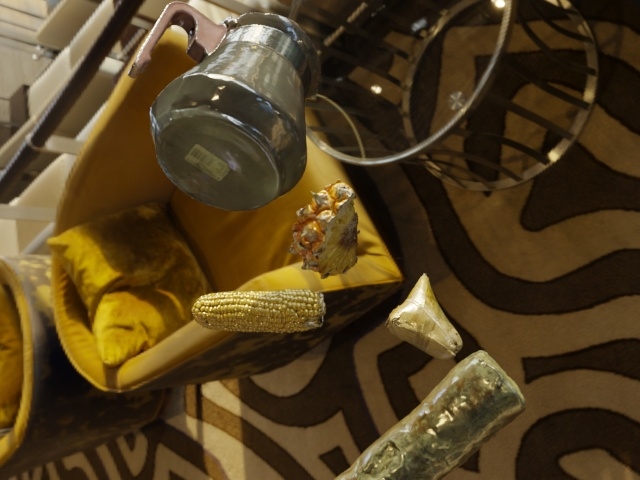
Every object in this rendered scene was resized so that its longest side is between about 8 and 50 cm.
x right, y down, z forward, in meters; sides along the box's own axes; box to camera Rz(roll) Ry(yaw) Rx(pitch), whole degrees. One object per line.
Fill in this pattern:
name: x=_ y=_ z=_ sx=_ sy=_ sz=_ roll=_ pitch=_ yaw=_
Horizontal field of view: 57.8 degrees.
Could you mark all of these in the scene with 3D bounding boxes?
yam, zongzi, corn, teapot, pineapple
yam: x=0.051 y=0.196 z=0.478 sx=0.274 sy=0.061 sz=0.061 roll=-45 pitch=59 yaw=14
zongzi: x=0.290 y=0.192 z=1.474 sx=0.194 sy=0.197 sz=0.099 roll=32 pitch=150 yaw=17
corn: x=-0.134 y=0.159 z=1.281 sx=0.293 sy=0.106 sz=0.106 roll=-2 pitch=85 yaw=1
teapot: x=-0.177 y=-0.286 z=1.146 sx=0.305 sy=0.376 sz=0.362 roll=-36 pitch=30 yaw=46
pineapple: x=0.001 y=0.001 z=1.058 sx=0.079 sy=0.135 sz=0.233 roll=36 pitch=154 yaw=27
